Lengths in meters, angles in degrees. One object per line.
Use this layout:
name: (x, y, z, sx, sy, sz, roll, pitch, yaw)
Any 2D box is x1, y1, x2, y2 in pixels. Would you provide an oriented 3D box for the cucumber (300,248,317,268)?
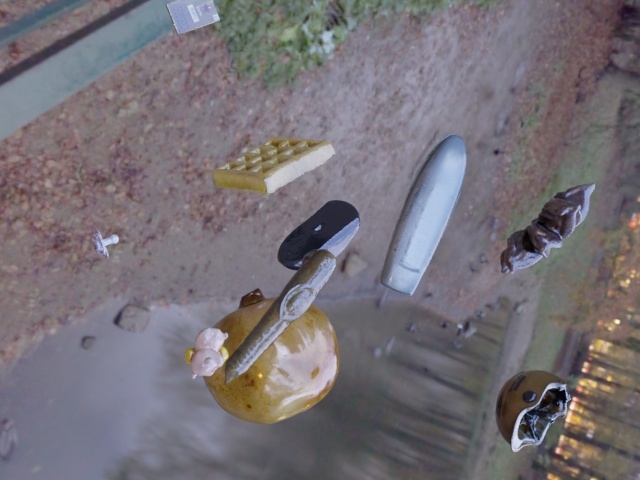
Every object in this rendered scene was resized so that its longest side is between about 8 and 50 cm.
cucumber: (-0.024, 0.044, 1.440, 0.033, 0.034, 0.135, -60, 172, 14)

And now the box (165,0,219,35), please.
box: (-0.367, -0.655, 1.844, 0.133, 0.023, 0.090, -27, 110, -16)

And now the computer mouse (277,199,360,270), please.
computer mouse: (0.000, 0.000, 1.777, 0.269, 0.137, 0.086, -41, 137, -19)

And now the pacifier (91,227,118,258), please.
pacifier: (-0.647, 0.004, 1.937, 0.078, 0.081, 0.099, -22, 95, -30)

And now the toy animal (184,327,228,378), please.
toy animal: (-0.237, 0.251, 1.389, 0.091, 0.082, 0.114, 24, 111, -24)

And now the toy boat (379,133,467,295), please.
toy boat: (0.163, -0.043, 1.000, 0.085, 0.078, 0.261, -123, -126, -86)

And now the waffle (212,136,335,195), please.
waffle: (-0.120, -0.195, 1.620, 0.248, 0.221, 0.055, -35, 121, -35)

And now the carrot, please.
carrot: (-0.085, 0.157, 1.312, 0.342, 0.070, 0.070, -50, 151, -8)

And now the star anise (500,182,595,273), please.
star anise: (0.411, -0.024, 1.156, 0.212, 0.073, 0.197, -41, 172, -18)

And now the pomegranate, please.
pomegranate: (-0.152, 0.330, 1.873, 0.416, 0.416, 0.417, -44, 144, -46)

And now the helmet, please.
helmet: (0.523, 0.418, 1.633, 0.224, 0.130, 0.198, -34, 130, -15)
